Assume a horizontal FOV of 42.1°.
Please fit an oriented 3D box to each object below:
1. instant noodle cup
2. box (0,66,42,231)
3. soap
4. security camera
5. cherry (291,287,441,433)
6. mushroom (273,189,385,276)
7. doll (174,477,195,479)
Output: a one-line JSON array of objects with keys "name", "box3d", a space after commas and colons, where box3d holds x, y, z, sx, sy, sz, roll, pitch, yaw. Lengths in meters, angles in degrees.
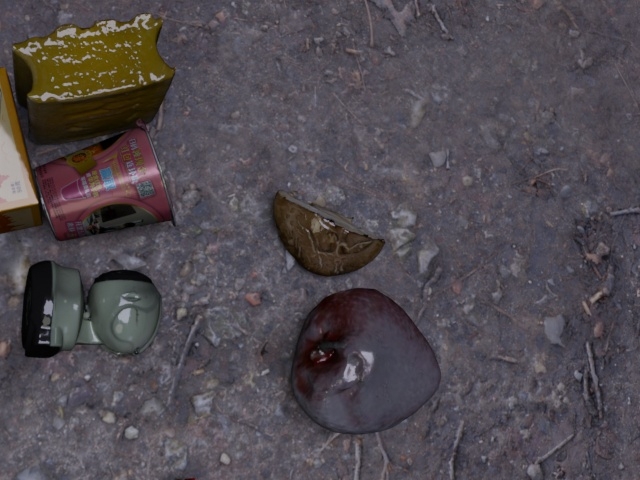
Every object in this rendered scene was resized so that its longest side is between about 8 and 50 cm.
[{"name": "instant noodle cup", "box3d": [-0.459, -0.109, 1.763, 0.255, 0.244, 0.243, -17, 87, -13]}, {"name": "box", "box3d": [-0.696, -0.161, 1.662, 0.214, 0.259, 0.283, -15, 86, -17]}, {"name": "soap", "box3d": [-0.476, -0.326, 1.725, 0.294, 0.335, 0.156, -18, 88, -22]}, {"name": "security camera", "box3d": [-0.469, 0.145, 1.731, 0.277, 0.197, 0.191, 6, 70, -24]}, {"name": "cherry", "box3d": [0.093, 0.283, 1.836, 0.335, 0.291, 0.326, 50, 52, -20]}, {"name": "mushroom", "box3d": [0.000, 0.000, 1.948, 0.286, 0.156, 0.151, 26, 102, -12]}, {"name": "doll", "box3d": [-0.276, 0.596, 1.759, 0.134, 0.106, 0.186, -32, 92, -2]}]
